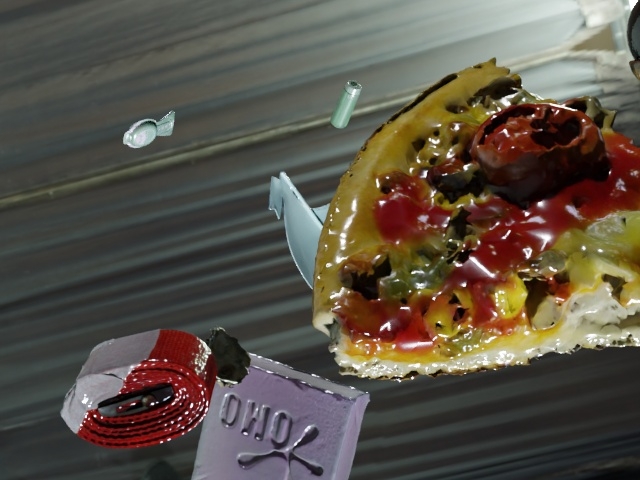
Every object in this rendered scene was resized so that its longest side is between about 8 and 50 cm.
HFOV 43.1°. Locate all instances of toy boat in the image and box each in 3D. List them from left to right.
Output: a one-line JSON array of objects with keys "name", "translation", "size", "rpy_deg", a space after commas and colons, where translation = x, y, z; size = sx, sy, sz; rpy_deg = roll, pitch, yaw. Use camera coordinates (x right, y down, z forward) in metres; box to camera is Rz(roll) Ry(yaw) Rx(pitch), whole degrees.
[{"name": "toy boat", "translation": [0.000, 0.000, 1.227], "size": [0.291, 0.067, 0.220], "rpy_deg": [56, 43, -48]}]

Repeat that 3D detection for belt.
[{"name": "belt", "translation": [-0.241, 0.197, 1.107], "size": [0.124, 0.201, 0.128], "rpy_deg": [-88, 164, -71]}]

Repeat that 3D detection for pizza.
[{"name": "pizza", "translation": [0.222, -0.029, 0.711], "size": [0.130, 0.406, 0.440], "rpy_deg": [86, 26, -43]}]

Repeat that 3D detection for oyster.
[{"name": "oyster", "translation": [-0.167, 0.199, 1.331], "size": [0.103, 0.051, 0.148], "rpy_deg": [55, 12, 2]}]

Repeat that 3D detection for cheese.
[{"name": "cheese", "translation": [-0.341, -0.218, 1.616], "size": [0.026, 0.121, 0.067], "rpy_deg": [41, -44, 24]}]

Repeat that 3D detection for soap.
[{"name": "soap", "translation": [-0.080, 0.386, 1.551], "size": [0.107, 0.296, 0.285], "rpy_deg": [2, 101, -67]}]

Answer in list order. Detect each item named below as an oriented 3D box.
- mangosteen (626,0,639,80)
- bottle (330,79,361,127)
[{"name": "mangosteen", "translation": [0.637, -0.335, 1.422], "size": [0.211, 0.212, 0.249], "rpy_deg": [-93, -171, -67]}, {"name": "bottle", "translation": [0.043, -0.227, 1.349], "size": [0.083, 0.030, 0.030], "rpy_deg": [115, -26, -43]}]
